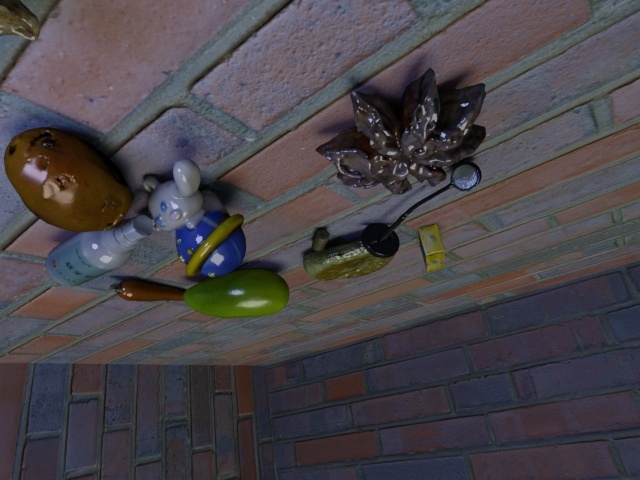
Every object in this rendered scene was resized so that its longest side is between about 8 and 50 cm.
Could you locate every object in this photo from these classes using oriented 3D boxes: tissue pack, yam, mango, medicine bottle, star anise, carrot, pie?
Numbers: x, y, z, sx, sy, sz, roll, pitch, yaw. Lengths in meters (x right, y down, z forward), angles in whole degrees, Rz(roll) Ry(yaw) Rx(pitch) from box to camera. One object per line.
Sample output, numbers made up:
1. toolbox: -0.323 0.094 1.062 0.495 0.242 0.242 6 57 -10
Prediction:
1. tissue pack: 0.359 0.027 1.322 0.062 0.095 0.176 -15 155 11
2. yam: 0.000 0.000 1.188 0.043 0.043 0.094 -4 154 -13
3. mango: -0.274 0.177 1.342 0.343 0.156 0.192 -5 154 -4
4. medicine bottle: -0.485 0.016 0.912 0.351 0.110 0.110 -18 156 35
5. star anise: 0.158 -0.177 0.766 0.331 0.118 0.332 -5 160 -2
6. mango: -0.434 -0.093 0.721 0.156 0.151 0.249 21 164 8
7. carrot: -0.534 0.174 1.357 0.069 0.069 0.336 -24 156 29
8. pie: 0.101 0.063 1.345 0.323 0.071 0.323 -10 160 -4

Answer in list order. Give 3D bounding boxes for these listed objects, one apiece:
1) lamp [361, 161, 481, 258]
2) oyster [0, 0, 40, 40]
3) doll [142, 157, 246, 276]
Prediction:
1. lamp: 0.262 -0.088 1.079 0.108 0.130 0.371 -16 155 -50
2. oyster: -0.420 -0.274 0.319 0.341 0.110 0.166 9 -177 -32
3. doll: -0.244 -0.051 0.849 0.159 0.243 0.311 -35 172 -34
